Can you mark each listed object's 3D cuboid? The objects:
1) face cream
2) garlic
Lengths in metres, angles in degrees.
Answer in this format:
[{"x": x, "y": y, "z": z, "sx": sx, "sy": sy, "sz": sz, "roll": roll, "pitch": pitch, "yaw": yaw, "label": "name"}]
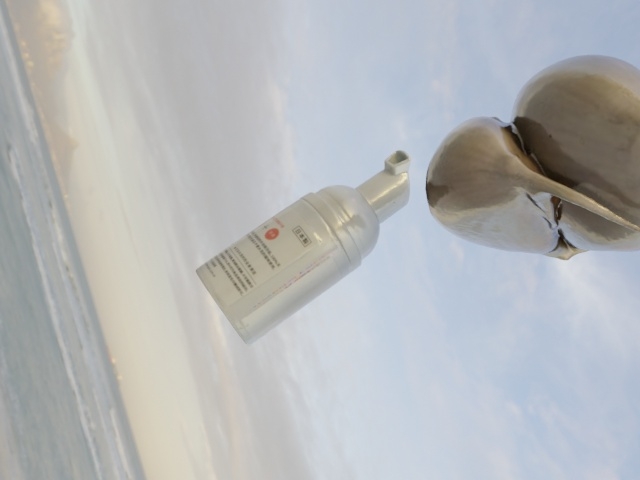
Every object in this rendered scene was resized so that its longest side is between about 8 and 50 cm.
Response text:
[{"x": 0.000, "y": 0.000, "z": 0.889, "sx": 0.145, "sy": 0.369, "sz": 0.145, "roll": 54, "pitch": -10, "yaw": 14, "label": "face cream"}, {"x": 0.242, "y": -0.057, "z": 0.615, "sx": 0.340, "sy": 0.231, "sz": 0.246, "roll": -87, "pitch": 159, "yaw": -81, "label": "garlic"}]
